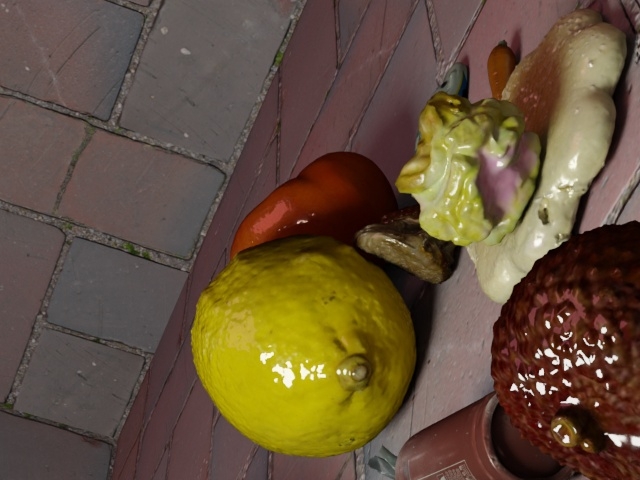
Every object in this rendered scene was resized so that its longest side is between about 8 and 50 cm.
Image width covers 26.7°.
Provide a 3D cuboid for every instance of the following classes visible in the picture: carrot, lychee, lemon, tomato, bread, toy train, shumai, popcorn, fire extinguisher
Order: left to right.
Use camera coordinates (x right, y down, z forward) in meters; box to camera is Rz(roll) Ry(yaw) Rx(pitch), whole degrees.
[{"bbox_3d":[-0.020,0.123,1.586,0.322,0.268,0.268,178,110,-81],"label":"lemon"},{"bbox_3d":[0.002,-0.002,1.812,0.260,0.180,0.260,-43,0,0],"label":"tomato"},{"bbox_3d":[0.105,-0.003,1.582,0.139,0.123,0.105,104,-171,-63],"label":"shumai"},{"bbox_3d":[0.154,-0.146,1.712,0.052,0.051,0.233,128,157,-47],"label":"toy train"},{"bbox_3d":[0.129,0.196,1.211,0.269,0.105,0.104,134,152,-65],"label":"fire extinguisher"},{"bbox_3d":[0.139,-0.065,1.265,0.125,0.126,0.145,-53,-25,-37],"label":"popcorn"},{"bbox_3d":[0.210,-0.177,1.563,0.035,0.035,0.142,126,154,-53],"label":"carrot"},{"bbox_3d":[0.218,-0.092,1.364,0.316,0.054,0.316,-162,90,-79],"label":"bread"},{"bbox_3d":[0.206,0.072,0.882,0.194,0.194,0.194,-162,90,-77],"label":"lychee"}]
